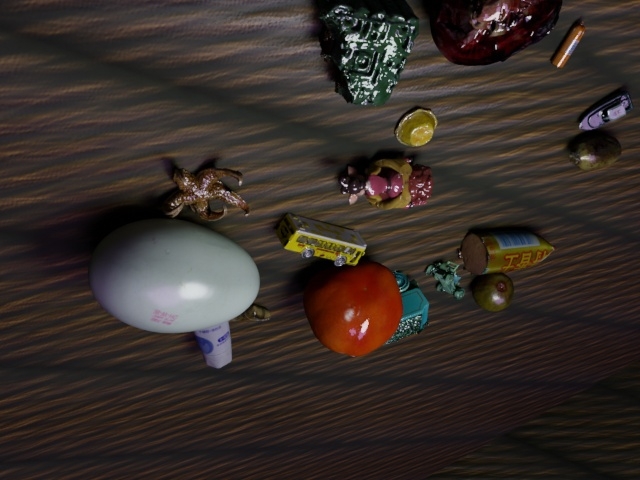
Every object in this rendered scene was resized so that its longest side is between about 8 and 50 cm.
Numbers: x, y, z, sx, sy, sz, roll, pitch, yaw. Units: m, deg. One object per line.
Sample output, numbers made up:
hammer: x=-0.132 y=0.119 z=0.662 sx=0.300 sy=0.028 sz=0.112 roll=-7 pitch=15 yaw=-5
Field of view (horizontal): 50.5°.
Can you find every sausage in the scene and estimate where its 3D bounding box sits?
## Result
sausage: x=0.549 y=0.032 z=1.942 sx=0.317 sy=0.117 sz=0.125 roll=-3 pitch=157 yaw=-30
sausage: x=0.550 y=-0.434 z=1.495 sx=0.031 sy=0.031 sz=0.107 roll=1 pitch=133 yaw=-32

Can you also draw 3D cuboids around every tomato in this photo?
tomato: x=0.089 y=0.160 z=1.690 sx=0.259 sy=0.260 sz=0.180 roll=-15 pitch=153 yaw=-17

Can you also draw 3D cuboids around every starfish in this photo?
starfish: x=-0.219 y=-0.095 z=1.359 sx=0.189 sy=0.074 sz=0.146 roll=7 pitch=131 yaw=-36

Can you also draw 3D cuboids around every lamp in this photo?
lamp: x=0.132 y=-0.124 z=1.519 sx=0.253 sy=0.118 sz=0.118 roll=-8 pitch=137 yaw=-27

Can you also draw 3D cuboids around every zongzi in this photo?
zongzi: x=-0.179 y=0.197 z=1.743 sx=0.083 sy=0.040 sz=0.076 roll=-31 pitch=150 yaw=21

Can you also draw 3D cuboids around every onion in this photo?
onion: x=0.303 y=-0.429 z=1.211 sx=0.221 sy=0.281 sz=0.281 roll=32 pitch=117 yaw=-12

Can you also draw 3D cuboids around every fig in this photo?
fig: x=0.524 y=0.170 z=2.113 sx=0.124 sy=0.124 sz=0.236 roll=-24 pitch=166 yaw=-7

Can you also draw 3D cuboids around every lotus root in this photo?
lotus root: x=0.724 y=-0.234 z=1.777 sx=0.179 sy=0.089 sz=0.080 roll=-13 pitch=-178 yaw=-25

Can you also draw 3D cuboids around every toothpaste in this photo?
toothpaste: x=-0.275 y=0.161 z=1.625 sx=0.125 sy=0.080 sz=0.371 roll=-15 pitch=131 yaw=-12

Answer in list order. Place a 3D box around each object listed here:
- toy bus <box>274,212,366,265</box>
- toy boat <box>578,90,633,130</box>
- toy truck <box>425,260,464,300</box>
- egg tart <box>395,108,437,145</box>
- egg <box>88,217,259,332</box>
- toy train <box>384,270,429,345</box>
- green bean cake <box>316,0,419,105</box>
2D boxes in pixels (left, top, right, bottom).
toy bus: x=0.000 y=0.000 z=1.602 sx=0.226 sy=0.081 sz=0.074 roll=15 pitch=120 yaw=-37
toy boat: x=0.713 y=-0.320 z=1.704 sx=0.141 sy=0.060 sz=0.055 roll=-29 pitch=118 yaw=9
toy truck: x=0.372 y=0.106 z=1.959 sx=0.078 sy=0.080 sz=0.154 roll=-55 pitch=143 yaw=-11
egg tart: x=0.215 y=-0.242 z=1.494 sx=0.105 sy=0.039 sz=0.105 roll=-16 pitch=141 yaw=-13
egg: x=-0.285 y=0.073 z=1.381 sx=0.370 sy=0.230 sz=0.230 roll=9 pitch=128 yaw=-40
toy train: x=0.192 y=0.187 z=1.856 sx=0.203 sy=0.163 sz=0.112 roll=-21 pitch=140 yaw=-11
green bean cake: x=0.064 y=-0.346 z=1.233 sx=0.193 sy=0.107 sz=0.208 roll=-5 pitch=137 yaw=-29
